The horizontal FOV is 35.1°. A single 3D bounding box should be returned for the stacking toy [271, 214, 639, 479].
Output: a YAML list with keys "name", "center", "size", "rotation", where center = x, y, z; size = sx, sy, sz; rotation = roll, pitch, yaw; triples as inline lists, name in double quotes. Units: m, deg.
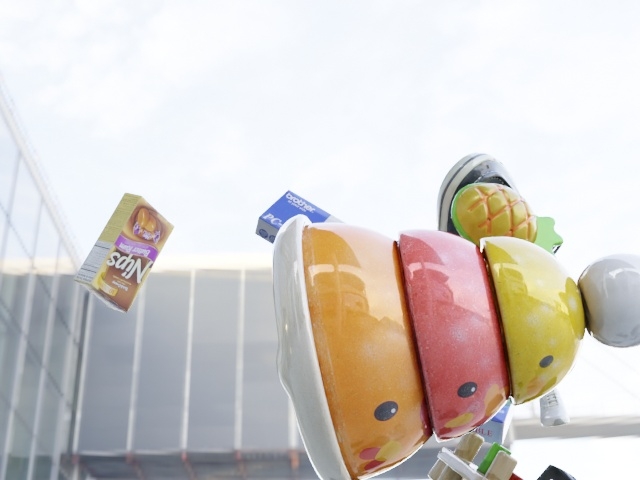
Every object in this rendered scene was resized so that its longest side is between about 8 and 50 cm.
- name: "stacking toy"
  center: [0.197, 0.099, 1.240]
  size: [0.480, 0.350, 0.350]
  rotation: [-12, -31, 7]

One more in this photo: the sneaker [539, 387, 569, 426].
- name: "sneaker"
  center: [0.448, 0.320, 1.972]
  size: [0.054, 0.061, 0.152]
  rotation: [-11, 9, 5]

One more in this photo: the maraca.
- name: "maraca"
  center: [0.288, -0.021, 1.562]
  size: [0.186, 0.127, 0.099]
  rotation: [26, -28, -4]

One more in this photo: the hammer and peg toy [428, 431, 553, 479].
- name: "hammer and peg toy"
  center: [0.335, 0.445, 1.774]
  size: [0.266, 0.127, 0.361]
  rotation: [32, -4, -6]

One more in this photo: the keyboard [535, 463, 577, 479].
- name: "keyboard"
  center: [0.435, 0.621, 2.027]
  size: [0.033, 0.201, 0.317]
  rotation: [26, -75, -40]

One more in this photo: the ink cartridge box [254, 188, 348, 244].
- name: "ink cartridge box"
  center: [0.000, 0.000, 1.751]
  size: [0.207, 0.097, 0.046]
  rotation: [31, -42, 15]

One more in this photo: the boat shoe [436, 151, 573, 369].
- name: "boat shoe"
  center: [0.344, 0.057, 1.779]
  size: [0.156, 0.187, 0.500]
  rotation: [27, -31, 50]

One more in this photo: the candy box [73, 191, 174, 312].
- name: "candy box"
  center: [-0.348, 0.022, 1.811]
  size: [0.053, 0.186, 0.109]
  rotation: [13, -23, 37]

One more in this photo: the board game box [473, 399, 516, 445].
- name: "board game box"
  center: [0.284, 0.302, 2.244]
  size: [0.319, 0.318, 0.065]
  rotation: [11, -61, 18]
